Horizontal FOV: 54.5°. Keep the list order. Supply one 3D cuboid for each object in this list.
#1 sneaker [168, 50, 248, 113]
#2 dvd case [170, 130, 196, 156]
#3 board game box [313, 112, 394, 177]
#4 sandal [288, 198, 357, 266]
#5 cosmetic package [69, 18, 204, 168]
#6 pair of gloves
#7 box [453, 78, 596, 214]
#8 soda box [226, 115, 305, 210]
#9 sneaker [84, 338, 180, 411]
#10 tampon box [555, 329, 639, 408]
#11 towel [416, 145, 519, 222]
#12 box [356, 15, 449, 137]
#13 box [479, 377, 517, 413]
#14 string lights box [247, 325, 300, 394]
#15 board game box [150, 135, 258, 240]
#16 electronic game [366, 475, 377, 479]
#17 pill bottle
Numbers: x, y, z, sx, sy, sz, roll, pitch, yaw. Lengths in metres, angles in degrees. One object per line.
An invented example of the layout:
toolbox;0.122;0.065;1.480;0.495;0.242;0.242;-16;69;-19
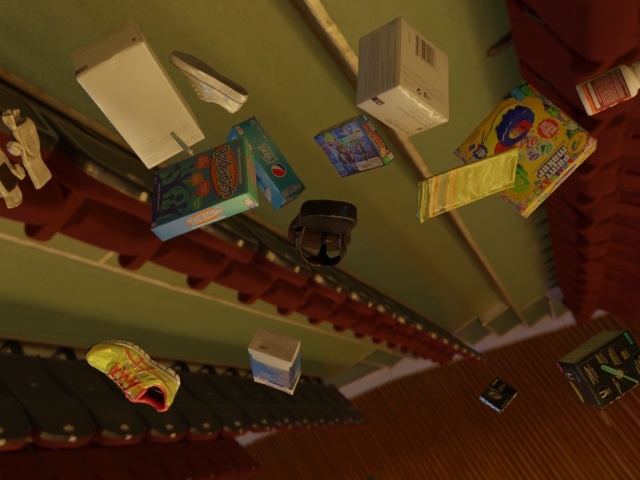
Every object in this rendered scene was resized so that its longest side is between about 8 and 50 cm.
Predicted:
sneaker;-0.347;-0.468;1.867;0.258;0.094;0.091;31;118;-15
dvd case;-0.380;-0.257;1.787;0.013;0.087;0.119;-44;156;-5
board game box;0.080;-0.233;1.556;0.035;0.136;0.201;-45;-161;-25
sandal;-0.002;0.000;1.541;0.168;0.107;0.446;4;169;0
cosmetic package;-0.534;-0.425;1.849;0.217;0.156;0.385;-28;139;-2
pair of gloves;-0.729;-0.202;1.484;0.042;0.240;0.204;-9;114;10
box;0.612;-0.268;1.861;0.290;0.279;0.177;-49;162;15
soda box;-0.129;-0.179;1.450;0.067;0.210;0.071;-33;175;-29
sneaker;-0.372;0.272;1.239;0.208;0.094;0.081;33;114;-23
tampon box;0.677;0.303;1.485;0.161;0.120;0.101;-29;176;-9
towel;0.299;-0.113;1.253;0.237;0.021;0.102;-20;136;-16
box;0.182;-0.353;1.363;0.181;0.182;0.119;22;153;-40
box;0.476;0.414;1.662;0.083;0.067;0.018;-35;142;-32
string lights box;-0.133;0.360;1.839;0.259;0.133;0.076;93;17;-57
board game box;-0.229;-0.103;1.223;0.210;0.160;0.047;-19;140;12
electronic game;0.183;0.686;1.536;0.048;0.229;0.229;-31;155;-11
pill bottle;0.720;-0.378;1.532;0.152;0.086;0.086;-23;162;26
